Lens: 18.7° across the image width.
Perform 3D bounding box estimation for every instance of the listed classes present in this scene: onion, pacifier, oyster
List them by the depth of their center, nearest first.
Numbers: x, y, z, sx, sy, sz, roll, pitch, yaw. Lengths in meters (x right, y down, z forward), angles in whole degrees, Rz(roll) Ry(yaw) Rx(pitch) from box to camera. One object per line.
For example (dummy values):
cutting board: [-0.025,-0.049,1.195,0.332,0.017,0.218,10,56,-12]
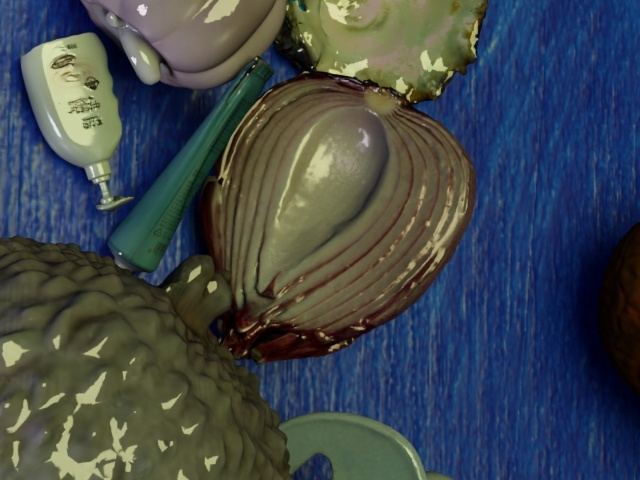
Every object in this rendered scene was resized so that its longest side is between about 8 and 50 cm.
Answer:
pacifier: [0.057,0.276,1.683,0.299,0.244,0.233,50,32,6]
onion: [0.000,0.000,1.699,0.227,0.120,0.283,32,79,21]
oyster: [0.034,-0.237,1.761,0.198,0.092,0.259,-46,110,4]

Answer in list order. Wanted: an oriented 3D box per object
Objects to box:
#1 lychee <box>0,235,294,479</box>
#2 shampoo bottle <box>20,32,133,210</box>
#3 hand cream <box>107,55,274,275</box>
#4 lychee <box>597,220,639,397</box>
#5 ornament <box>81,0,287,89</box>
lychee: [-0.217,0.178,1.436,0.380,0.380,0.432,44,87,-15]
shampoo bottle: [-0.203,-0.097,1.660,0.077,0.045,0.152,-16,91,-29]
hand cream: [-0.111,-0.060,1.658,0.048,0.083,0.224,35,92,8]
lychee: [0.385,0.074,1.825,0.255,0.255,0.300,70,21,-2]
ornament: [-0.122,-0.208,1.648,0.177,0.177,0.178,4,81,-27]
